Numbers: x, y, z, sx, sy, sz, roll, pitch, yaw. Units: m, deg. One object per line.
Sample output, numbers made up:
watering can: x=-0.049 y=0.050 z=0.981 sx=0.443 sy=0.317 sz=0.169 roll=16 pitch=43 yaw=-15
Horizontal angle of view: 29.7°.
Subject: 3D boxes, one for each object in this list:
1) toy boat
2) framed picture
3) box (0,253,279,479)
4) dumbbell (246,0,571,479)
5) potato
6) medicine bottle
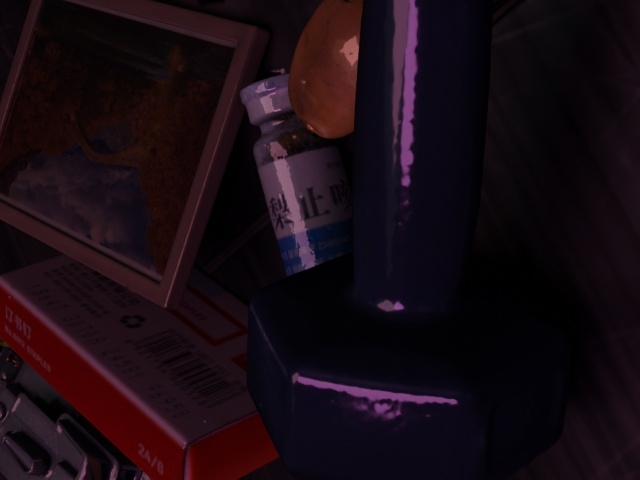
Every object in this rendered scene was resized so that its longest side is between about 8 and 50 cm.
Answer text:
toy boat: x=-0.168 y=0.164 z=0.879 sx=0.296 sy=0.122 sz=0.114 roll=36 pitch=103 yaw=33
framed picture: x=-0.146 y=-0.077 z=0.813 sx=0.250 sy=0.016 sz=0.184 roll=24 pitch=97 yaw=43
box: x=-0.108 y=0.070 z=0.783 sx=0.229 sy=0.123 sz=0.050 roll=32 pitch=128 yaw=38
dumbbell: x=0.044 y=-0.048 z=0.541 sx=0.159 sy=0.144 sz=0.325 roll=7 pitch=112 yaw=10
potato: x=0.015 y=-0.094 z=0.643 sx=0.083 sy=0.062 sz=0.068 roll=-44 pitch=36 yaw=21
medicine bottle: x=0.000 y=0.000 z=0.695 sx=0.051 sy=0.051 sz=0.191 roll=-16 pitch=90 yaw=49
